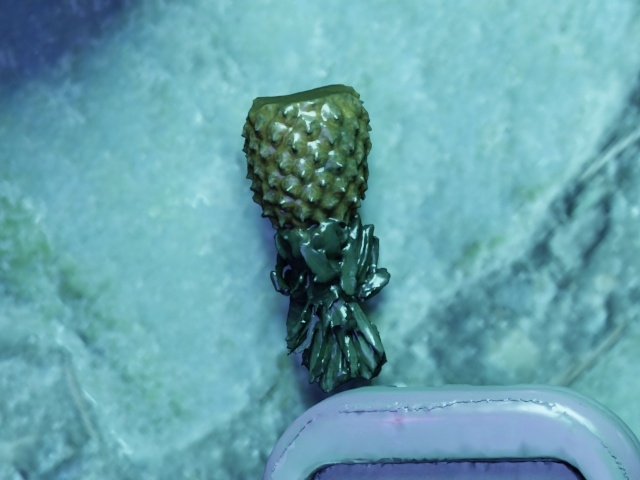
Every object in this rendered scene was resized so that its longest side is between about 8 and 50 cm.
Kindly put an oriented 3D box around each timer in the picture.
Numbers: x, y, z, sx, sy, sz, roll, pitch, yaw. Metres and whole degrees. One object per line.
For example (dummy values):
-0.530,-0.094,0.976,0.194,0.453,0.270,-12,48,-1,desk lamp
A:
0.074,0.170,1.030,0.209,0.069,0.190,-2,94,19,timer

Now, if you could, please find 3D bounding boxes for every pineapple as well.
0.000,0.000,1.044,0.074,0.074,0.159,-5,100,18,pineapple
